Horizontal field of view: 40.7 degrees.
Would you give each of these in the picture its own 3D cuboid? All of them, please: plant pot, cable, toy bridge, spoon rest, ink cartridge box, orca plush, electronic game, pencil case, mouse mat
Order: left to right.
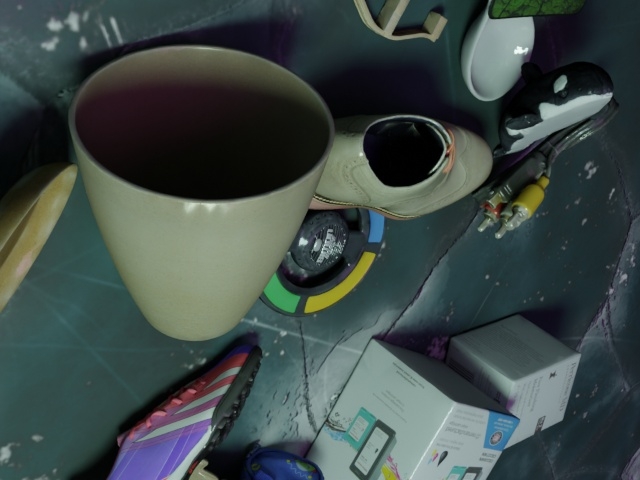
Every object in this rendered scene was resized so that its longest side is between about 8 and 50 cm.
[{"bbox_3d":[-0.309,0.019,0.828,0.032,0.236,0.236,32,92,-8],"label":"plant pot"},{"bbox_3d":[-0.130,-0.025,0.932,0.256,0.256,0.274,-22,142,-30],"label":"plant pot"},{"bbox_3d":[-0.094,0.464,1.306,0.133,0.119,0.306,0,114,-48],"label":"pencil case"},{"bbox_3d":[0.000,0.000,1.172,0.229,0.048,0.229,-20,126,-31],"label":"electronic game"},{"bbox_3d":[0.091,-0.291,1.098,0.188,0.026,0.063,19,103,-45],"label":"toy bridge"},{"bbox_3d":[0.134,0.334,1.370,0.198,0.197,0.270,22,99,-45],"label":"ink cartridge box"},{"bbox_3d":[0.228,-0.307,1.166,0.137,0.084,0.276,-42,133,-14],"label":"spoon rest"},{"bbox_3d":[0.345,-0.113,1.333,0.287,0.139,0.072,-40,102,-15],"label":"cable"},{"bbox_3d":[0.322,-0.207,1.235,0.151,0.287,0.102,-12,83,1],"label":"orca plush"},{"bbox_3d":[0.306,-0.361,1.120,0.189,0.007,0.152,-14,135,-34],"label":"mouse mat"}]

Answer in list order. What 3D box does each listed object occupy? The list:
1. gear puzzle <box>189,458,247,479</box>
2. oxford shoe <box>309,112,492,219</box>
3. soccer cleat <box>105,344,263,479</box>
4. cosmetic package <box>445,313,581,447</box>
[{"bbox_3d":[-0.102,0.425,1.217,0.339,0.044,0.175,31,99,-10],"label":"gear puzzle"},{"bbox_3d":[0.127,-0.097,1.119,0.397,0.146,0.140,-10,94,-46],"label":"oxford shoe"},{"bbox_3d":[-0.192,0.248,1.120,0.318,0.116,0.108,-54,170,-23],"label":"soccer cleat"},{"bbox_3d":[0.329,0.246,1.519,0.183,0.151,0.151,-14,123,-35],"label":"cosmetic package"}]
